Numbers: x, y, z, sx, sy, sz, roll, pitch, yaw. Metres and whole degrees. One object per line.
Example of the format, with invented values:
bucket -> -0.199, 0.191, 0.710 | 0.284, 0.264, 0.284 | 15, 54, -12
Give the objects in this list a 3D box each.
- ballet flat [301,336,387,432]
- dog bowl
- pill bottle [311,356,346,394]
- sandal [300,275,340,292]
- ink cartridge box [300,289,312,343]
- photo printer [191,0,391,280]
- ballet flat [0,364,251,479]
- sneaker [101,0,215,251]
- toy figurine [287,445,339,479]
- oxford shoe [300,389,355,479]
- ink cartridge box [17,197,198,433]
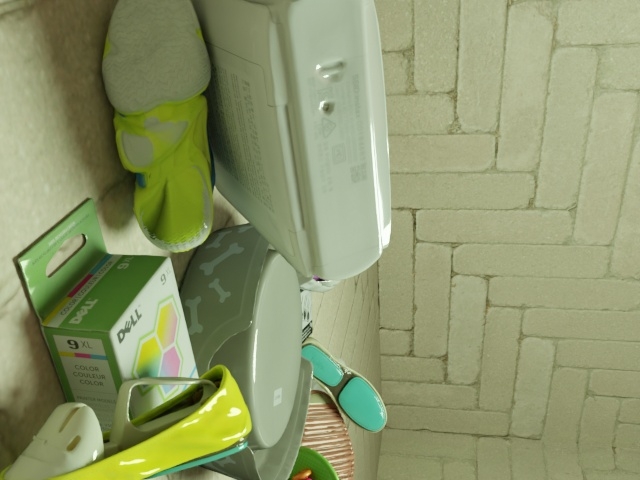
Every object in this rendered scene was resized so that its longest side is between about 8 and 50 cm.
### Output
ballet flat -> 0.040, 0.294, 1.284 | 0.248, 0.086, 0.086 | 48, 20, -6
dog bowl -> -0.088, 0.138, 0.808 | 0.349, 0.102, 0.349 | 1, 90, -78
pill bottle -> 0.019, 0.323, 1.436 | 0.137, 0.078, 0.078 | -40, 130, -75
sandal -> 0.005, 0.015, 1.162 | 0.416, 0.102, 0.169 | -19, 91, -77
ink cartridge box -> -0.057, 0.143, 1.110 | 0.207, 0.046, 0.097 | -24, 113, -78
photo printer -> -0.053, -0.134, 0.614 | 0.307, 0.107, 0.256 | 40, -36, 53
ballet flat -> -0.146, 0.143, 0.434 | 0.231, 0.077, 0.077 | -11, 95, -47
sneaker -> -0.146, -0.113, 0.585 | 0.126, 0.091, 0.240 | -134, -137, -80
toy figurine -> -0.079, 0.388, 0.880 | 0.159, 0.173, 0.130 | -4, 68, -59
oxford shoe -> -0.019, 0.506, 1.238 | 0.146, 0.140, 0.397 | -34, -127, 51
ink cartridge box -> -0.163, 0.080, 0.514 | 0.109, 0.062, 0.209 | -68, 156, -59
